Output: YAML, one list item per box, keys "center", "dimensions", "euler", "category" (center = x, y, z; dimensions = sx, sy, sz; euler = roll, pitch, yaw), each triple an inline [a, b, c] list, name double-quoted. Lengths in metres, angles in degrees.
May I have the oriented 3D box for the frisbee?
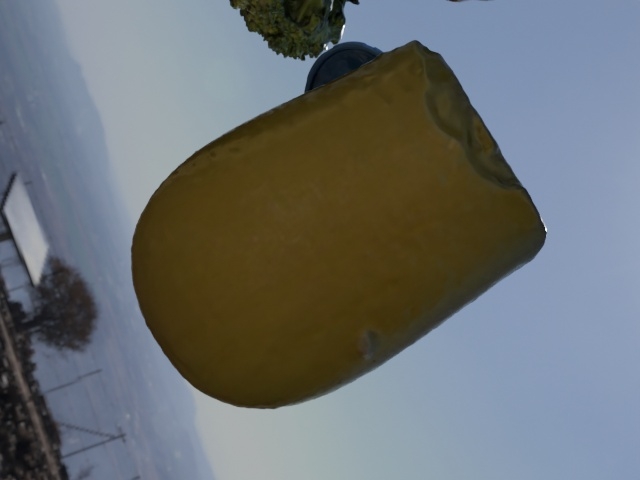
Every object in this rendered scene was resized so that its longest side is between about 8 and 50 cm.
- center: [0.073, -0.264, 1.661]
  dimensions: [0.242, 0.045, 0.242]
  euler: [13, -66, 33]
  category: "frisbee"

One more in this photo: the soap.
- center: [0.001, -0.001, 0.933]
  dimensions: [0.306, 0.427, 0.115]
  euler: [61, 5, -3]
  category: "soap"

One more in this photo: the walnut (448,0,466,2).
- center: [0.199, -0.422, 1.113]
  dimensions: [0.228, 0.228, 0.228]
  euler: [161, -90, -79]
  category: "walnut"

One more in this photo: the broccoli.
- center: [-0.027, -0.369, 1.116]
  dimensions: [0.226, 0.198, 0.176]
  euler: [-51, -134, 22]
  category: "broccoli"
